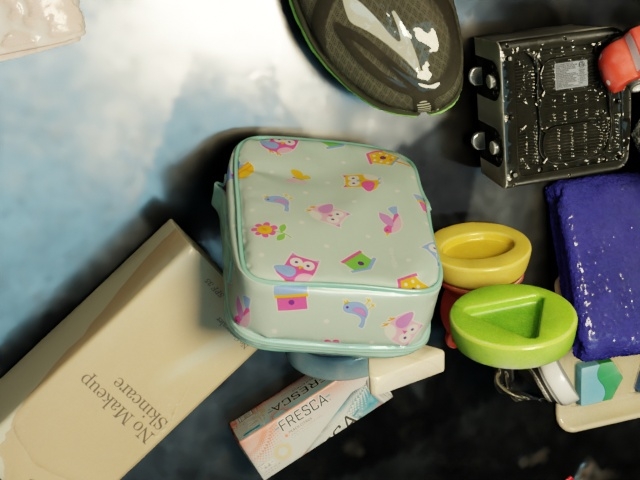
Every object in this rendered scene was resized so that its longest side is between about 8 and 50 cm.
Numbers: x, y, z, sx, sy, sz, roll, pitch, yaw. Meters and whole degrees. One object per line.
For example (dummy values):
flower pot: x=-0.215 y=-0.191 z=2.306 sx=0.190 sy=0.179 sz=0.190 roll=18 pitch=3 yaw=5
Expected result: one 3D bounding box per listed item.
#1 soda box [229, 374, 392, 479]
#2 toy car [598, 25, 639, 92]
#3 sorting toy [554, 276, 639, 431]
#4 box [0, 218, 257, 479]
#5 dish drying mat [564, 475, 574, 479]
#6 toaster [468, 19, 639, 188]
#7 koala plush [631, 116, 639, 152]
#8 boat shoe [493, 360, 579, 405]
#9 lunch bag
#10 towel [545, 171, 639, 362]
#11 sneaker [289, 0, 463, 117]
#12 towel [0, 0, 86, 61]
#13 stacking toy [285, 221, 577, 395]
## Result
soda box: x=-0.012 y=0.200 z=1.399 sx=0.183 sy=0.058 sz=0.063 roll=-32 pitch=111 yaw=-6
toy car: x=0.429 y=-0.249 z=1.254 sx=0.239 sy=0.053 sz=0.225 roll=13 pitch=80 yaw=19
sorting toy: x=0.390 y=0.132 z=1.514 sx=0.193 sy=0.038 sz=0.208 roll=-10 pitch=107 yaw=-14
box: x=-0.217 y=0.141 z=1.286 sx=0.311 sy=0.121 sz=0.148 roll=-45 pitch=113 yaw=-2
dish drying mat: x=0.305 y=0.346 z=1.563 sx=0.083 sy=0.008 sz=0.032 roll=-42 pitch=113 yaw=-3
toaster: x=0.266 y=-0.160 z=1.358 sx=0.186 sy=0.110 sz=0.168 roll=-10 pitch=108 yaw=-14
koala plush: x=0.486 y=-0.153 z=1.337 sx=0.203 sy=0.196 sz=0.221 roll=13 pitch=130 yaw=-30
boat shoe: x=0.234 y=0.151 z=1.377 sx=0.076 sy=0.228 sz=0.080 roll=-32 pitch=100 yaw=3
lunch bag: x=0.000 y=0.000 z=1.233 sx=0.224 sy=0.279 sz=0.108 roll=1 pitch=125 yaw=-7
towel: x=0.430 y=0.027 z=1.462 sx=0.308 sy=0.076 sz=0.227 roll=-4 pitch=79 yaw=-16
sneaker: x=0.049 y=-0.346 z=1.192 sx=0.185 sy=0.202 sz=0.482 roll=-19 pitch=109 yaw=-11
towel: x=-0.419 y=-0.316 z=1.139 sx=0.317 sy=0.053 sz=0.332 roll=-17 pitch=110 yaw=-12
stacking toy: x=0.122 y=0.112 z=1.308 sx=0.309 sy=0.279 sz=0.130 roll=-12 pitch=119 yaw=-15
